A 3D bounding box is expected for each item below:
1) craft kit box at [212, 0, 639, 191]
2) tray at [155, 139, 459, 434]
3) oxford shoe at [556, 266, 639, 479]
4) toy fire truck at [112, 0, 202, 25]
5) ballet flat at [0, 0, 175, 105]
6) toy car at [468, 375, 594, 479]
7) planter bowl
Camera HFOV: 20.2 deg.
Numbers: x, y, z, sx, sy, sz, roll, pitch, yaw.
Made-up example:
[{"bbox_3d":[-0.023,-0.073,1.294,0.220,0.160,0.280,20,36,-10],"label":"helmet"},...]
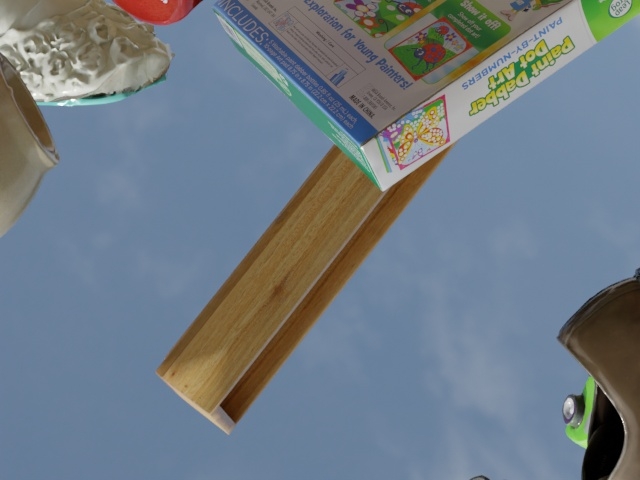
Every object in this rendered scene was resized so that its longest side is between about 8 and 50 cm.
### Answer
[{"bbox_3d":[0.077,-0.179,1.354,0.250,0.247,0.061,48,173,47],"label":"craft kit box"},{"bbox_3d":[0.000,0.000,1.781,0.076,0.203,0.411,36,-98,9],"label":"tray"},{"bbox_3d":[0.184,0.118,0.933,0.227,0.096,0.083,62,-179,-20],"label":"oxford shoe"},{"bbox_3d":[-0.079,-0.301,1.206,0.302,0.254,0.169,53,-123,-16],"label":"toy fire truck"},{"bbox_3d":[-0.320,-0.201,1.685,0.147,0.409,0.147,-8,-80,-51],"label":"ballet flat"},{"bbox_3d":[0.183,0.160,1.218,0.239,0.225,0.053,10,-151,-17],"label":"toy car"},{"bbox_3d":[-0.262,-0.074,1.331,0.162,0.109,0.162,62,-177,-6],"label":"planter bowl"}]
